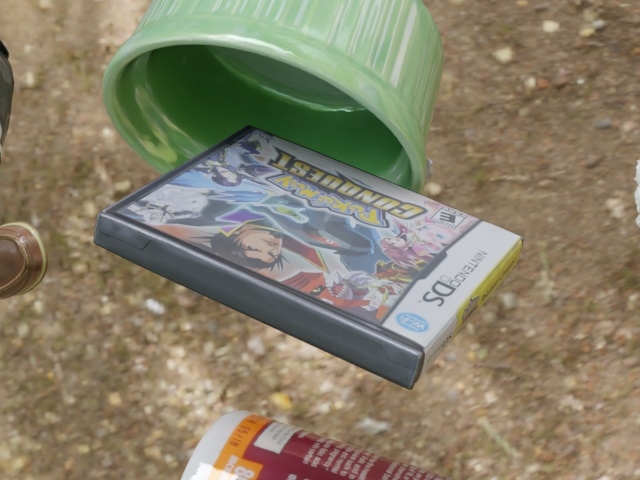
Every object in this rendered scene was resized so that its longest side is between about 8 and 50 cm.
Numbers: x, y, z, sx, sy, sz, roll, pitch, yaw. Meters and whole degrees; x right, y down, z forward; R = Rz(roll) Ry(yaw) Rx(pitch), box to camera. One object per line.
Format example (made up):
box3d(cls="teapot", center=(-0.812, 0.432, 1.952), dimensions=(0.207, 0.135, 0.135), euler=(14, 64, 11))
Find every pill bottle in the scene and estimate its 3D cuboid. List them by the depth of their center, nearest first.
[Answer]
box3d(cls="pill bottle", center=(0.059, 0.323, 1.341), dimensions=(0.392, 0.224, 0.224), euler=(16, 109, 14))

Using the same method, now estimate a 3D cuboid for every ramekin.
box3d(cls="ramekin", center=(-0.033, -0.147, 1.279), dimensions=(0.303, 0.303, 0.148), euler=(-5, 55, 40))

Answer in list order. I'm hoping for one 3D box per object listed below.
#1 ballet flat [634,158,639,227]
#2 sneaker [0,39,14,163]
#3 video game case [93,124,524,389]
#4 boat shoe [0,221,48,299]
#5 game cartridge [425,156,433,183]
box3d(cls="ballet flat", center=(0.335, -0.179, 1.070), dimensions=(0.147, 0.147, 0.409), euler=(0, 61, 39))
box3d(cls="sneaker", center=(-0.321, -0.172, 1.230), dimensions=(0.078, 0.106, 0.234), euler=(-4, 113, 4))
box3d(cls="video game case", center=(0.000, 0.000, 1.121), dimensions=(0.275, 0.248, 0.035), euler=(24, 119, 16))
box3d(cls="boat shoe", center=(-0.307, 0.029, 1.230), dimensions=(0.178, 0.060, 0.064), euler=(-16, 96, 43))
box3d(cls="game cartridge", center=(0.017, -0.160, 1.749), dimensions=(0.198, 0.297, 0.062), euler=(39, 99, 26))
